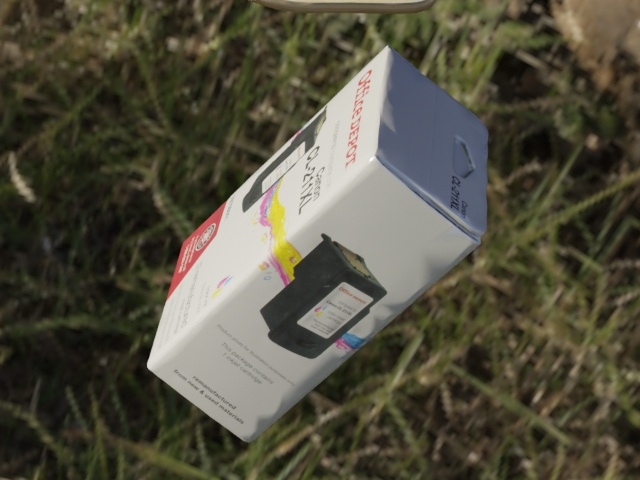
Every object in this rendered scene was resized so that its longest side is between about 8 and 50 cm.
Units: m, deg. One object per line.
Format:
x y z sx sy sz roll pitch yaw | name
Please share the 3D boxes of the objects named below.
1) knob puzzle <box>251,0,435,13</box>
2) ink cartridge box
0.000 -0.183 0.770 0.213 0.030 0.213 0 66 1 | knob puzzle
0.000 0.000 0.879 0.072 0.175 0.127 39 27 -17 | ink cartridge box
